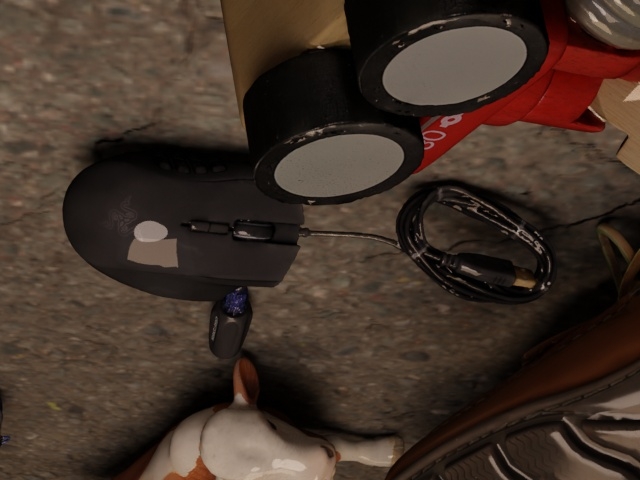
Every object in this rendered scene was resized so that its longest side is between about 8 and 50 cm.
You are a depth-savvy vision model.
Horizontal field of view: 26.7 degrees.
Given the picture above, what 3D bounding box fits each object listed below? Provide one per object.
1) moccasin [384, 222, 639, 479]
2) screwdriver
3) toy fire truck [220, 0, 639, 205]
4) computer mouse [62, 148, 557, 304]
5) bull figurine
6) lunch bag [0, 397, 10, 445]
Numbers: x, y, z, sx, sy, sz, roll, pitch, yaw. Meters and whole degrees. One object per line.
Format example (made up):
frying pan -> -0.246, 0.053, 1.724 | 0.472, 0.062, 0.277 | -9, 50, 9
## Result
moccasin -> 0.192, 0.055, 0.642 | 0.380, 0.147, 0.139 | -39, 103, 25
screwdriver -> -0.043, 0.020, 0.722 | 0.024, 0.025, 0.170 | 5, 151, -8
toy fire truck -> 0.116, -0.078, 0.446 | 0.246, 0.159, 0.217 | 6, 151, -34
computer mouse -> 0.000, 0.000, 0.637 | 0.242, 0.071, 0.041 | 5, -174, -11
bull figurine -> -0.059, 0.178, 0.921 | 0.188, 0.101, 0.310 | 19, 145, -33
lunch bag -> -0.250, 0.125, 0.867 | 0.098, 0.065, 0.067 | 14, 132, -21
